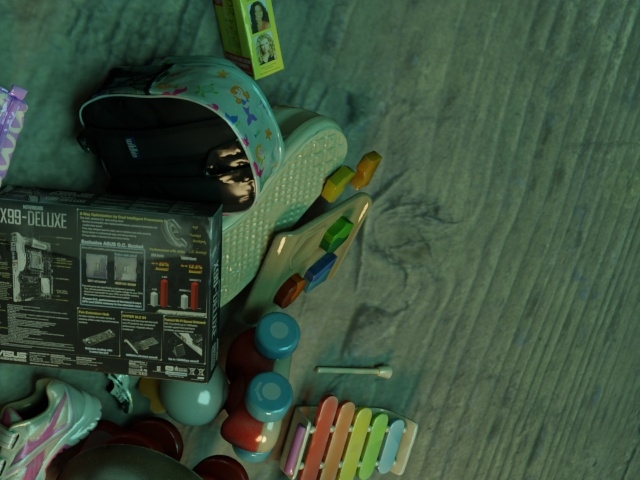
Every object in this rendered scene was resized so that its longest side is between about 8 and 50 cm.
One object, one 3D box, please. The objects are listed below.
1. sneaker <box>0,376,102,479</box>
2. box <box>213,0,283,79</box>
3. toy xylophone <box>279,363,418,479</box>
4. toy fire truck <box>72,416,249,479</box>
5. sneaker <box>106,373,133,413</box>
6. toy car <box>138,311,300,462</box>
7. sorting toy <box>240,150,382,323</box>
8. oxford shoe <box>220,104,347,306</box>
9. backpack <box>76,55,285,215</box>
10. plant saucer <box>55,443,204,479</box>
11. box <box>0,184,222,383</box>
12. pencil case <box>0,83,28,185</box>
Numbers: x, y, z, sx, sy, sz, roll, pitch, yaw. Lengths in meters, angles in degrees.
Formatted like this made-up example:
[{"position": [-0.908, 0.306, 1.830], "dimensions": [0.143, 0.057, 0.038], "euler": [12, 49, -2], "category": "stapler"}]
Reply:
[{"position": [-0.441, 0.297, 1.459], "dimensions": [0.252, 0.103, 0.111], "euler": [-52, 128, -21], "category": "sneaker"}, {"position": [-0.118, -0.361, 1.483], "dimensions": [0.058, 0.087, 0.232], "euler": [-28, 124, -28], "category": "box"}, {"position": [0.052, 0.357, 1.912], "dimensions": [0.322, 0.081, 0.236], "euler": [-1, 106, -41], "category": "toy xylophone"}, {"position": [-0.264, 0.430, 1.552], "dimensions": [0.254, 0.302, 0.169], "euler": [-61, 176, 1], "category": "toy fire truck"}, {"position": [-0.319, 0.238, 1.585], "dimensions": [0.036, 0.032, 0.083], "euler": [-15, 112, -21], "category": "sneaker"}, {"position": [-0.171, 0.227, 1.626], "dimensions": [0.219, 0.237, 0.210], "euler": [110, -11, -56], "category": "toy car"}, {"position": [0.000, 0.000, 1.637], "dimensions": [0.229, 0.041, 0.307], "euler": [-27, 152, -45], "category": "sorting toy"}, {"position": [-0.145, -0.034, 1.569], "dimensions": [0.449, 0.130, 0.169], "euler": [-48, 145, 4], "category": "oxford shoe"}, {"position": [-0.176, -0.146, 1.404], "dimensions": [0.191, 0.253, 0.225], "euler": [-54, 135, -39], "category": "backpack"}, {"position": [-0.267, 0.442, 1.460], "dimensions": [0.050, 0.310, 0.311], "euler": [-51, 143, -61], "category": "plant saucer"}, {"position": [-0.293, 0.060, 1.373], "dimensions": [0.307, 0.076, 0.243], "euler": [4, 108, 4], "category": "box"}, {"position": [-0.438, -0.099, 1.278], "dimensions": [0.086, 0.088, 0.206], "euler": [21, 77, -39], "category": "pencil case"}]
